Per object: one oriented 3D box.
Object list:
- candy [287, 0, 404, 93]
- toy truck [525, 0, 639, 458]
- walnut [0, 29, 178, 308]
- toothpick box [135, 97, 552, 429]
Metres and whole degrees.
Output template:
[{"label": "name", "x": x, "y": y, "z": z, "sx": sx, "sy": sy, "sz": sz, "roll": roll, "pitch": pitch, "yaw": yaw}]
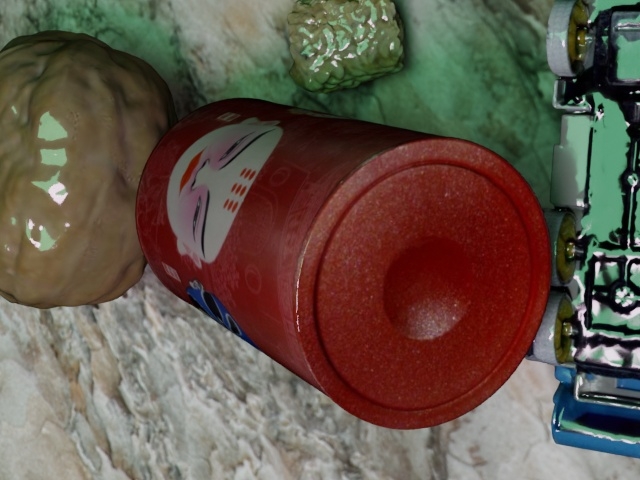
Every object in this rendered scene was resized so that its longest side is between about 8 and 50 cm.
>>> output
[{"label": "candy", "x": 0.022, "y": -0.184, "z": 1.042, "sx": 0.110, "sy": 0.085, "sz": 0.095, "roll": -10, "pitch": 99, "yaw": 17}, {"label": "toy truck", "x": 0.247, "y": -0.018, "z": 0.882, "sx": 0.146, "sy": 0.175, "sz": 0.367, "roll": 7, "pitch": 98, "yaw": 25}, {"label": "walnut", "x": -0.247, "y": -0.063, "z": 1.103, "sx": 0.273, "sy": 0.227, "sz": 0.273, "roll": 1, "pitch": 91, "yaw": 28}, {"label": "toothpick box", "x": 0.000, "y": 0.000, "z": 0.909, "sx": 0.333, "sy": 0.204, "sz": 0.204, "roll": 21, "pitch": 107, "yaw": 62}]
